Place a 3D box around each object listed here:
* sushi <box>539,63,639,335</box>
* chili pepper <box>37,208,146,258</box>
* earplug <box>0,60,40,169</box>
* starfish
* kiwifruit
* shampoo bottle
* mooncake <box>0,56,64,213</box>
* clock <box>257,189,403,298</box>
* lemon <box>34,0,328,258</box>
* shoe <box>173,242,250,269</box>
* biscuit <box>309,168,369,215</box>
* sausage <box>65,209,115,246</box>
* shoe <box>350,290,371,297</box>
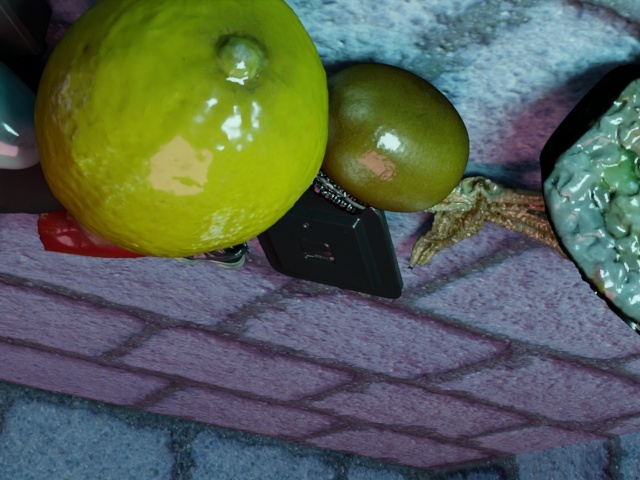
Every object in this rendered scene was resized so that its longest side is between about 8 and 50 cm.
[{"bbox_3d":[0.470,-0.060,1.220,0.329,0.328,0.285,41,-169,11],"label":"sushi"},{"bbox_3d":[-0.325,-0.031,1.601,0.339,0.134,0.131,8,141,-3],"label":"chili pepper"},{"bbox_3d":[-0.489,-0.188,1.115,0.324,0.185,0.185,30,151,-6],"label":"earplug"},{"bbox_3d":[0.243,-0.039,1.542,0.432,0.082,0.324,1,157,18],"label":"starfish"},{"bbox_3d":[0.088,-0.142,1.219,0.234,0.195,0.196,26,148,-29],"label":"kiwifruit"},{"bbox_3d":[-0.404,-0.305,1.086,0.080,0.079,0.246,1,155,11],"label":"shampoo bottle"},{"bbox_3d":[-0.452,-0.163,1.332,0.283,0.141,0.283,-2,149,-1],"label":"mooncake"},{"bbox_3d":[0.000,0.001,1.568,0.279,0.049,0.273,11,146,25],"label":"clock"},{"bbox_3d":[-0.145,-0.158,1.048,0.364,0.364,0.364,4,155,2],"label":"lemon"},{"bbox_3d":[-0.213,0.005,1.738,0.169,0.071,0.099,11,152,-23],"label":"shoe"},{"bbox_3d":[-0.002,-0.104,1.358,0.195,0.194,0.053,30,101,-42],"label":"biscuit"},{"bbox_3d":[-0.296,-0.069,1.474,0.255,0.148,0.148,-13,155,-4],"label":"sausage"},{"bbox_3d":[0.042,0.044,1.749,0.112,0.099,0.227,4,157,20],"label":"shoe"}]
